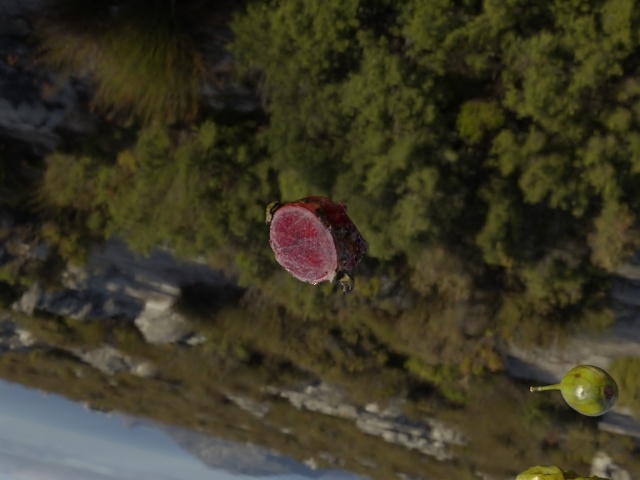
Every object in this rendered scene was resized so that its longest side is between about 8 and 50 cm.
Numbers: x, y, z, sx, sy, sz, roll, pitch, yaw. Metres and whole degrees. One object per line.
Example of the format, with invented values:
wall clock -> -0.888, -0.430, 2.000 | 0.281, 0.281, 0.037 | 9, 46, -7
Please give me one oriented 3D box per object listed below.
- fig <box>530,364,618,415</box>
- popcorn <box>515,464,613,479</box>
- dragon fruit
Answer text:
fig -> 0.442, 0.250, 1.750 | 0.166, 0.093, 0.093 | 21, 174, 45
popcorn -> 0.423, 0.510, 1.775 | 0.241, 0.235, 0.250 | -39, 140, 23
dragon fruit -> 0.000, 0.000, 2.349 | 0.282, 0.147, 0.211 | 43, 130, 9
